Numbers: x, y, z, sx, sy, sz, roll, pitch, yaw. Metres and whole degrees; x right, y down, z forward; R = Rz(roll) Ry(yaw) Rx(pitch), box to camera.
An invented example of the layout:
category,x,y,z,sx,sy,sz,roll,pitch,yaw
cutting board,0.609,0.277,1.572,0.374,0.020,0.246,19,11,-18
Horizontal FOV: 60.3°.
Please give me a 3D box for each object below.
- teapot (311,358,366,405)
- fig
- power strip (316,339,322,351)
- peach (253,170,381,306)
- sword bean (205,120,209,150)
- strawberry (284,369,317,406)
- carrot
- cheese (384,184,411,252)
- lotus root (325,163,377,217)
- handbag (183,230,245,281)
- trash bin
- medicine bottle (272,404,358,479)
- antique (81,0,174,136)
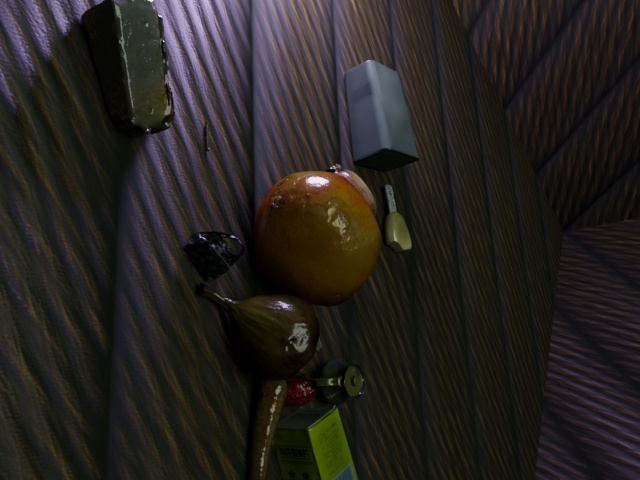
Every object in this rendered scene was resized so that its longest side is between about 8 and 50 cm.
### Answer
category,x,y,z,sx,sy,sz,roll,pitch,yaw
teapot,0.045,0.397,1.547,0.166,0.119,0.130,14,68,-47
fig,-0.155,0.188,1.342,0.321,0.217,0.217,38,49,-9
power strip,-0.017,0.281,1.588,0.027,0.017,0.083,-24,97,-49
peach,-0.002,0.000,1.471,0.373,0.290,0.372,12,74,-48
sword bean,-0.292,-0.270,1.421,0.012,0.012,0.083,9,73,-49
strawberry,-0.063,0.393,1.445,0.106,0.106,0.106,18,66,-47
carrot,-0.138,0.480,1.345,0.078,0.078,0.298,28,62,-43
cheese,0.267,-0.080,2.012,0.127,0.050,0.255,-5,82,-49
lotus root,0.096,-0.120,1.747,0.154,0.140,0.256,-36,101,-56
handbag,-0.234,0.024,1.304,0.115,0.139,0.072,59,34,-20
trash bin,0.215,-0.441,1.967,0.223,0.158,0.343,5,75,-50
medicine bottle,-0.011,0.566,1.415,0.141,0.137,0.250,-17,92,-50
antique,-0.415,-0.376,1.221,0.125,0.150,0.284,-20,103,-47
